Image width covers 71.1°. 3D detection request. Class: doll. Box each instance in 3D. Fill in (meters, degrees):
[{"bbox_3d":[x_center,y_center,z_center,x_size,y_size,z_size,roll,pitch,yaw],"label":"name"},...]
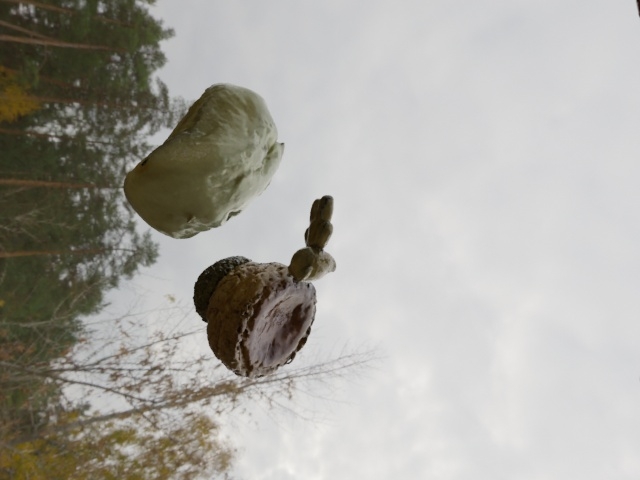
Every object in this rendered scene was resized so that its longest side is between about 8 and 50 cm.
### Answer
[{"bbox_3d":[-0.009,-0.002,0.483,0.061,0.051,0.093,167,-81,-67],"label":"doll"}]

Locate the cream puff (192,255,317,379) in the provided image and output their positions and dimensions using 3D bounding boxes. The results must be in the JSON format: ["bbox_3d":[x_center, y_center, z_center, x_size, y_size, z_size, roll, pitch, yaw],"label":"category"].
[{"bbox_3d":[-0.116,0.099,0.695,0.169,0.183,0.183,23,-70,35],"label":"cream puff"}]

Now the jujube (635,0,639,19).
[{"bbox_3d":[0.402,-0.331,0.434,0.190,0.190,0.255,13,-72,45],"label":"jujube"}]

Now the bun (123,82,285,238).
[{"bbox_3d":[-0.143,-0.098,0.587,0.229,0.145,0.229,-42,-157,23],"label":"bun"}]
